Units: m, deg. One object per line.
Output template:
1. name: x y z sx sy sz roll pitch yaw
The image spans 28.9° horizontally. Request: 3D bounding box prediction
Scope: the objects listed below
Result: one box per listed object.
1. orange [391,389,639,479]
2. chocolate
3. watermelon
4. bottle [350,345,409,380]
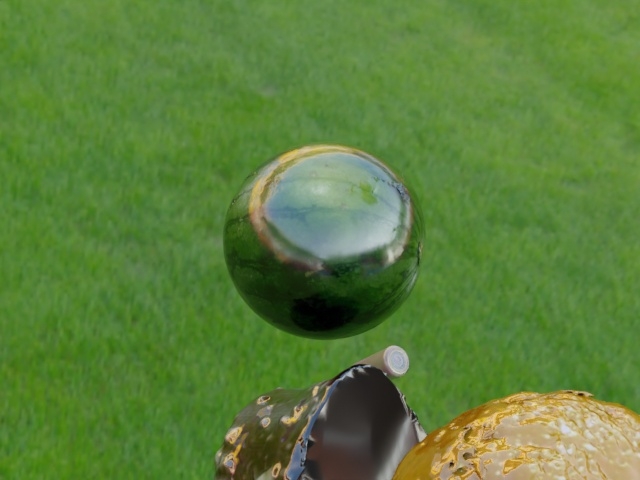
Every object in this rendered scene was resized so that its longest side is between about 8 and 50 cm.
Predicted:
1. orange: 0.191 0.298 0.997 0.340 0.293 0.341 15 35 -11
2. chocolate: -0.020 0.312 1.403 0.225 0.340 0.210 20 -17 -39
3. watermelon: 0.005 0.000 1.484 0.242 0.242 0.242 10 35 -7
4. bottle: 0.081 0.182 1.750 0.045 0.096 0.045 16 61 -31
